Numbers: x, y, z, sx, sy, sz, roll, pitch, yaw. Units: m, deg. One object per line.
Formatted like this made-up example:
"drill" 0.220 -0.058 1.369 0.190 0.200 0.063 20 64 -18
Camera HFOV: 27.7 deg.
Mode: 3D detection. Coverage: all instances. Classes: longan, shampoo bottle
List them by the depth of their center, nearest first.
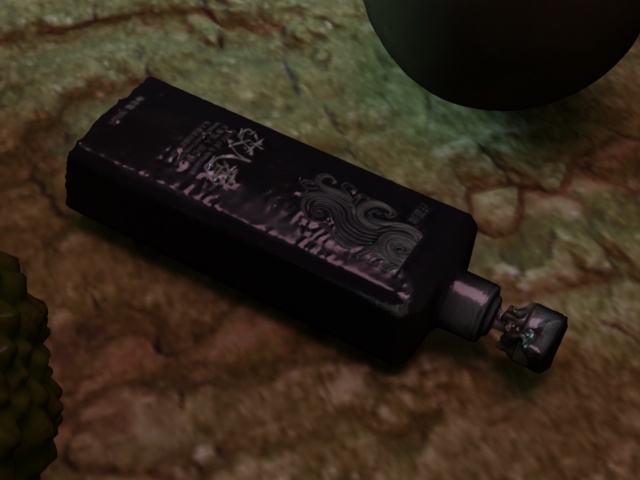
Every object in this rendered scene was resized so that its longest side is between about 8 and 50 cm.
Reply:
"shampoo bottle" 0.000 0.000 0.783 0.309 0.071 0.098 25 42 16
"longan" 0.127 -0.183 0.918 0.198 0.198 0.212 -31 59 -34

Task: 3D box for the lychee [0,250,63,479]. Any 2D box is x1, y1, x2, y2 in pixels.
"lychee" -0.255 0.070 0.521 0.320 0.270 0.270 19 41 37
